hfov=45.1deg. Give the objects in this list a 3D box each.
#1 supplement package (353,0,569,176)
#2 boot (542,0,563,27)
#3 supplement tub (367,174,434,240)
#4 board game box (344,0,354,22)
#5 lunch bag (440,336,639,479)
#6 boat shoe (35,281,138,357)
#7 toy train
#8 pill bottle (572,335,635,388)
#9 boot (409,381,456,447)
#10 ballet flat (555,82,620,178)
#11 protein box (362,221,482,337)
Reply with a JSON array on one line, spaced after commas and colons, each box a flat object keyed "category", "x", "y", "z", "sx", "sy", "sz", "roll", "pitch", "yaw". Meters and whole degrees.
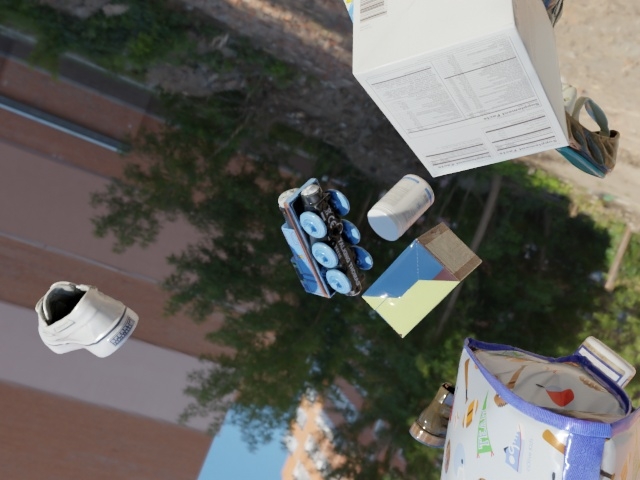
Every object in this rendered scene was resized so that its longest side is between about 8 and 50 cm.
[{"category": "supplement package", "x": 0.186, "y": -0.245, "z": 1.000, "sx": 0.198, "sy": 0.199, "sz": 0.262, "roll": -12, "pitch": 151, "yaw": 26}, {"category": "boot", "x": 0.392, "y": -0.462, "z": 1.308, "sx": 0.076, "sy": 0.190, "sz": 0.208, "roll": 5, "pitch": 140, "yaw": 12}, {"category": "supplement tub", "x": 0.140, "y": -0.058, "z": 1.331, "sx": 0.071, "sy": 0.107, "sz": 0.071, "roll": 35, "pitch": 151, "yaw": 23}, {"category": "board game box", "x": 0.146, "y": -0.516, "z": 1.609, "sx": 0.144, "sy": 0.142, "sz": 0.275, "roll": 6, "pitch": -124, "yaw": -40}, {"category": "lunch bag", "x": 0.292, "y": 0.333, "z": 1.015, "sx": 0.238, "sy": 0.328, "sz": 0.385, "roll": 6, "pitch": -176, "yaw": 3}, {"category": "boat shoe", "x": -0.321, "y": 0.090, "z": 0.998, "sx": 0.084, "sy": 0.095, "sz": 0.258, "roll": 46, "pitch": 149, "yaw": -24}, {"category": "toy train", "x": 0.000, "y": 0.000, "z": 1.079, "sx": 0.105, "sy": 0.080, "sz": 0.184, "roll": 8, "pitch": 133, "yaw": 44}, {"category": "pill bottle", "x": 0.706, "y": 0.403, "z": 2.078, "sx": 0.153, "sy": 0.265, "sz": 0.153, "roll": 36, "pitch": -172, "yaw": -6}, {"category": "boot", "x": 0.262, "y": 0.324, "z": 1.442, "sx": 0.082, "sy": 0.106, "sz": 0.219, "roll": 35, "pitch": -165, "yaw": 36}, {"category": "ballet flat", "x": 0.470, "y": -0.224, "z": 1.467, "sx": 0.342, "sy": 0.124, "sz": 0.116, "roll": 18, "pitch": -173, "yaw": -36}, {"category": "protein box", "x": 0.238, "y": 0.087, "z": 1.786, "sx": 0.136, "sy": 0.200, "sz": 0.201, "roll": 46, "pitch": -153, "yaw": 10}]
